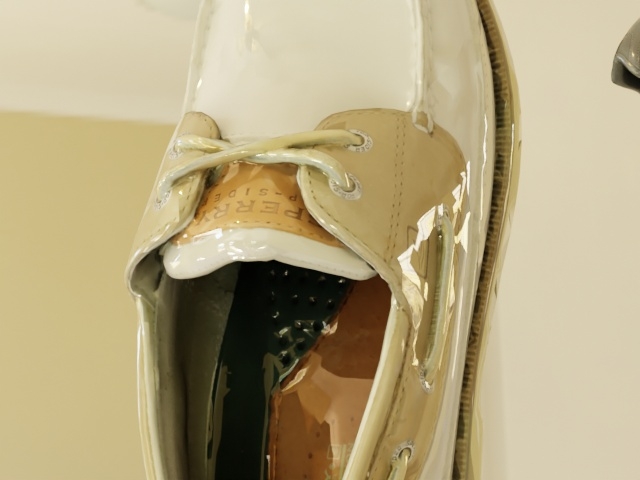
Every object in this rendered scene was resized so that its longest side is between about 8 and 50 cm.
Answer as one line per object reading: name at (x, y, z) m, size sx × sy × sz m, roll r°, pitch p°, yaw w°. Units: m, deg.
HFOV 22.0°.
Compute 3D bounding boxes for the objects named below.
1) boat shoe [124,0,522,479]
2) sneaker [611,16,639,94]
boat shoe at (0.000, 0.000, 0.530) m, size 0.113 × 0.302 × 0.103 m, roll -7°, pitch -10°, yaw 23°
sneaker at (0.098, -0.022, 0.393) m, size 0.035 × 0.083 × 0.031 m, roll -36°, pitch 7°, yaw -13°
